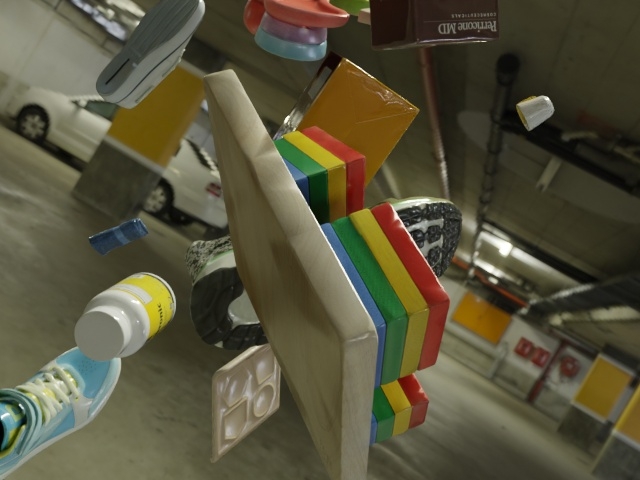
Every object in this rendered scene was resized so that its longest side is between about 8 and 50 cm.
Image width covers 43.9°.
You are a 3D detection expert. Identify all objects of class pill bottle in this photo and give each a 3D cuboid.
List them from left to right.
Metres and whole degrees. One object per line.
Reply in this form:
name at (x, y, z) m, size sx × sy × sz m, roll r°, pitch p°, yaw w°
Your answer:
pill bottle at (-0.186, 0.073, 0.755) m, size 0.065 × 0.065 × 0.116 m, roll 31°, pitch 14°, yaw 3°

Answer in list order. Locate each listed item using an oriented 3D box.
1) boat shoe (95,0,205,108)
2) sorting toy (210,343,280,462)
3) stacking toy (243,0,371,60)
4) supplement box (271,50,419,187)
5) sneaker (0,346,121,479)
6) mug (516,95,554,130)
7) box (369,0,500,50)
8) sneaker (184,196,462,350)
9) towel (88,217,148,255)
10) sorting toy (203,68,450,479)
boat shoe at (-0.266, -0.307, 1.288) m, size 0.083 × 0.226 × 0.076 m, roll 56°, pitch 12°, yaw 25°
sorting toy at (-0.136, 0.272, 1.434) m, size 0.038 × 0.208 × 0.193 m, roll 22°, pitch 30°, yaw 26°
stacking toy at (-0.008, -0.409, 1.513) m, size 0.280 × 0.130 × 0.309 m, roll 4°, pitch 31°, yaw -17°
supplement box at (0.023, -0.162, 1.184) m, size 0.129 × 0.191 × 0.194 m, roll 32°, pitch 11°, yaw -13°
sneaker at (-0.445, 0.260, 1.264) m, size 0.127 × 0.319 × 0.208 m, roll 45°, pitch -28°, yaw 5°
mug at (0.452, -0.279, 1.678) m, size 0.078 × 0.064 × 0.062 m, roll 67°, pitch 10°, yaw 22°
box at (0.185, -0.522, 1.346) m, size 0.191 × 0.381 × 0.143 m, roll -12°, pitch 15°, yaw -29°
sneaker at (0.000, 0.000, 1.066) m, size 0.410 × 0.158 × 0.182 m, roll -13°, pitch 35°, yaw -23°
towel at (-0.434, -0.008, 1.712) m, size 0.067 × 0.120 × 0.029 m, roll 77°, pitch -10°, yaw -69°
sorting toy at (0.004, 0.030, 0.632) m, size 0.257 × 0.089 × 0.255 m, roll 88°, pitch -22°, yaw -53°
